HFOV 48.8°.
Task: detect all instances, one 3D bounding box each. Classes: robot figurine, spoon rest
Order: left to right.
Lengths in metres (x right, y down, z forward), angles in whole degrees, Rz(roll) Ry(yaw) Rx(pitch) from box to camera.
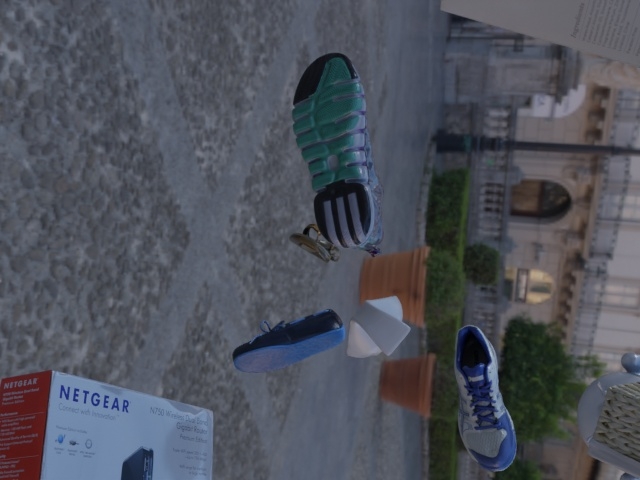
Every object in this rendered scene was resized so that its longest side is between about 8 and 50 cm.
[{"bbox_3d":[0.094,0.145,1.204,0.137,0.084,0.276,-48,175,-6],"label":"spoon rest"},{"bbox_3d":[0.715,0.405,1.565,0.353,0.200,0.300,18,68,-29],"label":"robot figurine"}]

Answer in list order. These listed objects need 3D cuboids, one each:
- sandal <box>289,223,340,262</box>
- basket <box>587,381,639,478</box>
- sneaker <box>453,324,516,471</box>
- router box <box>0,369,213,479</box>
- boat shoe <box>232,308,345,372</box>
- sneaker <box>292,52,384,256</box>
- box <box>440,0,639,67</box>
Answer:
[{"bbox_3d":[0.000,0.000,1.112,0.049,0.072,0.180,-61,167,4],"label":"sandal"},{"bbox_3d":[0.462,0.261,0.934,0.113,0.167,0.103,2,98,-36],"label":"basket"},{"bbox_3d":[0.318,0.314,1.437,0.131,0.112,0.296,57,21,-51],"label":"sneaker"},{"bbox_3d":[-0.261,0.344,0.881,0.335,0.082,0.301,38,44,-58],"label":"router box"},{"bbox_3d":[-0.074,0.226,1.592,0.109,0.258,0.089,90,-17,-46],"label":"boat shoe"},{"bbox_3d":[0.026,-0.092,0.781,0.098,0.083,0.224,30,52,-63],"label":"sneaker"},{"bbox_3d":[0.356,-0.349,0.867,0.215,0.345,0.168,-41,146,-39],"label":"box"}]
